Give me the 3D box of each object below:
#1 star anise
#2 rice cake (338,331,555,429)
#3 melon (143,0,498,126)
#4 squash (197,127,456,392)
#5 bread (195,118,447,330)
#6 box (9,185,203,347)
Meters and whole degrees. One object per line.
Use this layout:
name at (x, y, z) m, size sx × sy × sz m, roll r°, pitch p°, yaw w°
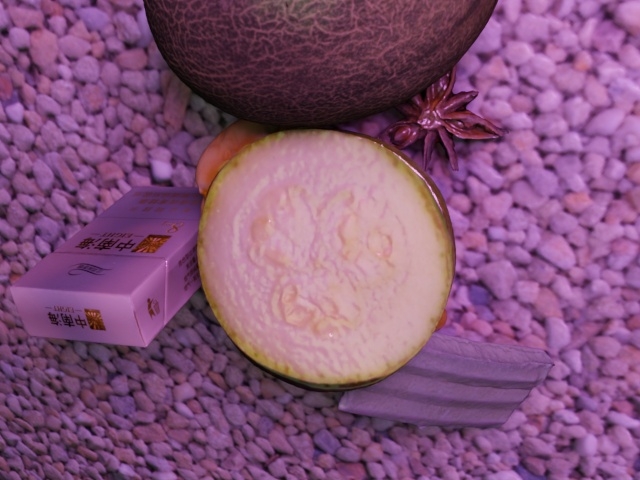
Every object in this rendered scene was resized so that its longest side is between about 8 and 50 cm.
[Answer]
star anise at (0.100, -0.119, 0.789) m, size 0.129 × 0.056 × 0.124 m, roll -31°, pitch 99°, yaw 18°
rice cake at (0.137, 0.152, 0.858) m, size 0.237 × 0.043 × 0.127 m, roll 12°, pitch 128°, yaw -28°
melon at (0.002, -0.218, 0.670) m, size 0.301 × 0.237 × 0.238 m, roll -8°, pitch 113°, yaw 21°
squash at (0.004, 0.019, 0.751) m, size 0.252 × 0.049 × 0.252 m, roll 4°, pitch 102°, yaw 18°
bread at (0.000, 0.000, 0.860) m, size 0.172 × 0.121 × 0.311 m, roll -28°, pitch 104°, yaw 23°
box at (-0.200, 0.019, 0.885) m, size 0.155 × 0.243 × 0.067 m, roll 0°, pitch 119°, yaw 22°
